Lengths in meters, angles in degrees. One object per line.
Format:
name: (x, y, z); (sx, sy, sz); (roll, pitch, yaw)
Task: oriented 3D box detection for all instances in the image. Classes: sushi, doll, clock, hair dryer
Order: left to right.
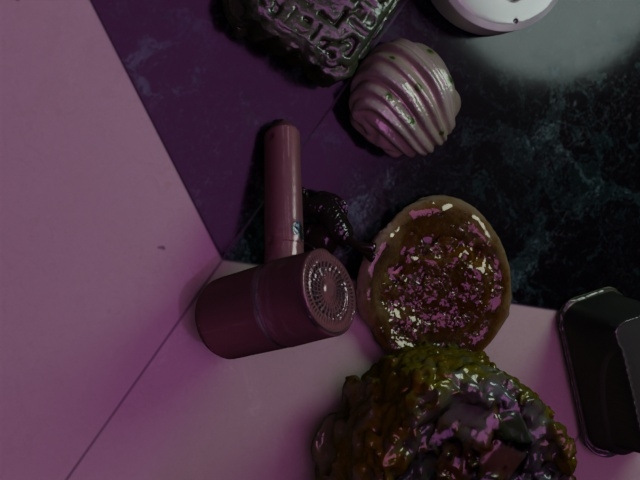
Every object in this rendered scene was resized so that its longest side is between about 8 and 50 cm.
hair dryer: (-0.069, -0.012, 1.881); (0.125, 0.210, 0.352); (23, 59, -47)
doll: (0.000, 0.000, 1.935); (0.165, 0.057, 0.139); (44, 104, 7)
sushi: (0.171, 0.354, 1.919); (0.351, 0.240, 0.396); (19, 96, -17)
clock: (0.267, -0.433, 1.978); (0.230, 0.083, 0.230); (-1, 96, -15)

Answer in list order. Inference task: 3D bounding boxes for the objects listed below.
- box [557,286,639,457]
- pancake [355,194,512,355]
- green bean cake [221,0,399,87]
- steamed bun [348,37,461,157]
box: (0.488, 0.222, 2.047); (0.138, 0.178, 0.274); (-18, 99, -14)
pancake: (0.181, 0.070, 2.010); (0.282, 0.049, 0.282); (-3, 98, -18)
green bean cake: (-0.014, -0.360, 1.879); (0.227, 0.125, 0.222); (34, 84, -12)
steamed bun: (0.130, -0.212, 1.940); (0.183, 0.106, 0.183); (-1, 93, -17)
